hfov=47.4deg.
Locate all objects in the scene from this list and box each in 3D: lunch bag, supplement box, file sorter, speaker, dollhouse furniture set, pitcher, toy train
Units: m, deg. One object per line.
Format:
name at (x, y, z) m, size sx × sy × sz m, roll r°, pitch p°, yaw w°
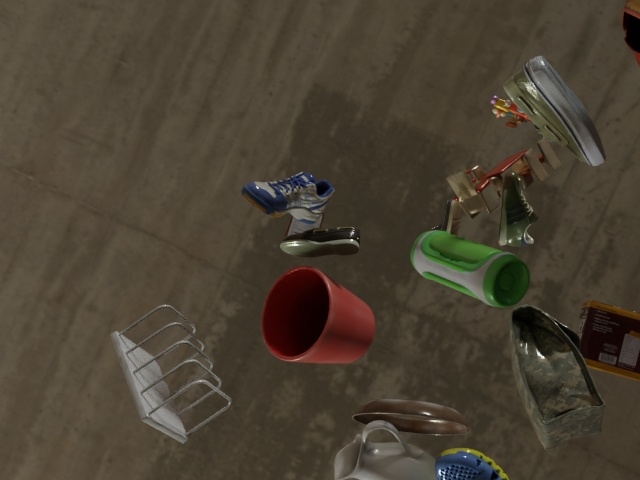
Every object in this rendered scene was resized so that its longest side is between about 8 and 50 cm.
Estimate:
lunch bag at (0.529, 0.304, 1.685) m, size 0.235 × 0.169 × 0.287 m, roll 60°, pitch -169°, yaw -56°
supplement box at (0.878, 0.301, 2.209) m, size 0.129 × 0.191 × 0.194 m, roll 44°, pitch -118°, yaw -78°
file sorter at (-0.375, 0.330, 1.857) m, size 0.173 × 0.277 × 0.193 m, roll -35°, pitch -38°, yaw 0°
speaker at (0.336, 0.060, 1.674) m, size 0.296 × 0.131 × 0.131 m, roll 24°, pitch 89°, yaw 59°
dollhouse furniture set at (0.476, -0.181, 2.004) m, size 0.259 × 0.135 × 0.262 m, roll -37°, pitch 9°, yaw -35°
pitcher at (0.155, 0.457, 1.504) m, size 0.125 × 0.207 × 0.177 m, roll -86°, pitch 22°, yaw -56°
toy train at (0.443, -0.276, 1.634) m, size 0.166 × 0.125 × 0.046 m, roll 9°, pitch -72°, yaw -58°

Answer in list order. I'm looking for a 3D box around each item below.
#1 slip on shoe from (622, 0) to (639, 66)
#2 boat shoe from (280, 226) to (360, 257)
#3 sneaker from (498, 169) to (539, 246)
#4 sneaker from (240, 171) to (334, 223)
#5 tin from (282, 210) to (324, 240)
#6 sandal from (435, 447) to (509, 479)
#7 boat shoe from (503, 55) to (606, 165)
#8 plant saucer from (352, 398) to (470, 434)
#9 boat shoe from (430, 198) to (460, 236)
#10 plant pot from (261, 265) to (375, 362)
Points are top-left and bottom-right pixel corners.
slip on shoe at (0.657, -0.411, 1.461) m, size 0.101 × 0.123 × 0.331 m, roll -53°, pitch -28°, yaw 3°
boat shoe at (0.000, 0.000, 2.047) m, size 0.081 × 0.228 × 0.068 m, roll 68°, pitch -154°, yaw -54°
sneaker at (0.464, -0.071, 1.690) m, size 0.064 × 0.086 × 0.192 m, roll -53°, pitch -34°, yaw -55°
sneaker at (-0.084, -0.134, 1.923) m, size 0.296 × 0.112 × 0.131 m, roll 7°, pitch -55°, yaw -54°
tin at (-0.053, -0.042, 2.303) m, size 0.040 × 0.106 × 0.189 m, roll 126°, pitch 162°, yaw -75°
sandal at (0.316, 0.543, 1.396) m, size 0.126 × 0.317 × 0.138 m, roll -26°, pitch 9°, yaw 32°
boat shoe at (0.485, -0.254, 1.500) m, size 0.094 × 0.302 × 0.109 m, roll -28°, pitch 35°, yaw 31°
plant saucer at (0.240, 0.465, 1.928) m, size 0.310 × 0.311 × 0.050 m, roll 83°, pitch -167°, yaw -67°
boat shoe at (0.391, -0.002, 2.376) m, size 0.103 × 0.092 × 0.285 m, roll -29°, pitch -51°, yaw -58°
plant pot at (0.009, 0.232, 2.083) m, size 0.243 × 0.275 × 0.274 m, roll 24°, pitch -89°, yaw -43°
